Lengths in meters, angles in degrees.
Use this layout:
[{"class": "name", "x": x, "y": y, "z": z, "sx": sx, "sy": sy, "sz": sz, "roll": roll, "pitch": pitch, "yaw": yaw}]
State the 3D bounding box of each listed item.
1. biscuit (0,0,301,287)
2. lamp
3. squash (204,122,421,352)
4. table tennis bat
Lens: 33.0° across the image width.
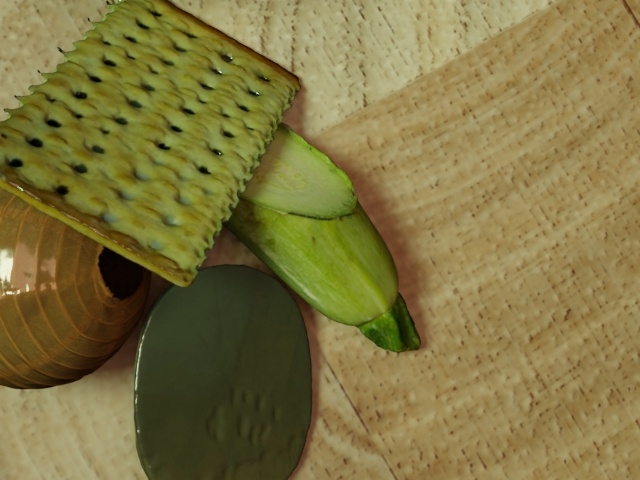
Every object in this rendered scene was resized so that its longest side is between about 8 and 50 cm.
[{"class": "biscuit", "x": -0.099, "y": -0.074, "z": 0.643, "sx": 0.139, "sy": 0.016, "sz": 0.231, "roll": 29, "pitch": 39, "yaw": -6}, {"class": "lamp", "x": -0.163, "y": 0.018, "z": 0.620, "sx": 0.136, "sy": 0.136, "sz": 0.136, "roll": 2, "pitch": 81, "yaw": -12}, {"class": "squash", "x": 0.001, "y": -0.003, "z": 0.690, "sx": 0.200, "sy": 0.090, "sz": 0.075, "roll": 44, "pitch": 111, "yaw": -5}, {"class": "table tennis bat", "x": -0.057, "y": 0.132, "z": 0.663, "sx": 0.131, "sy": 0.022, "sz": 0.234, "roll": -2, "pitch": 90, "yaw": -39}]
